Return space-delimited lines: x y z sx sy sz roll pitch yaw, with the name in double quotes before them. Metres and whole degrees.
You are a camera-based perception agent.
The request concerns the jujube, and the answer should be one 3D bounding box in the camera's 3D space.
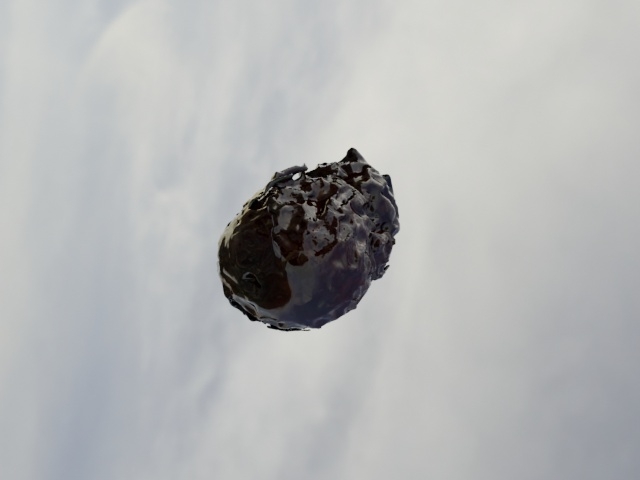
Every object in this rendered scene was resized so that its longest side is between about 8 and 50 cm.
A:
"jujube" 0.000 0.004 0.839 0.104 0.166 0.104 13 -67 32
